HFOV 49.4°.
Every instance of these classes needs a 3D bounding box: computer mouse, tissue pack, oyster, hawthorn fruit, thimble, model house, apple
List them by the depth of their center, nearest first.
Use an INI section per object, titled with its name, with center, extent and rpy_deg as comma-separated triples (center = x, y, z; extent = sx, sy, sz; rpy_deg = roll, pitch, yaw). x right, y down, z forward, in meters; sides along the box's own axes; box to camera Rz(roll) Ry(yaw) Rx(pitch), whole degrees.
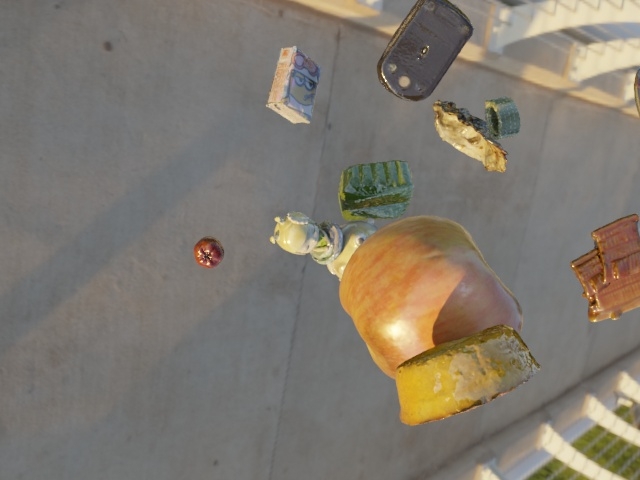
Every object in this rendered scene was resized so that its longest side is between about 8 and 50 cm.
[oyster]
center = 0.233, -0.173, 1.096
extent = 0.056, 0.177, 0.105
rpy_deg = -47, 125, 2
[apple]
center = 0.237, 0.140, 1.567
extent = 0.347, 0.391, 0.391
rpy_deg = -31, 135, 6
[tissue pack]
center = -0.062, -0.376, 1.694
extent = 0.116, 0.065, 0.155
rpy_deg = 26, 73, -52
[thimble]
center = 0.460, -0.312, 1.763
extent = 0.062, 0.084, 0.109
rpy_deg = -12, 78, -11
[hawthorn fruit]
center = -0.289, 0.025, 1.813
extent = 0.093, 0.081, 0.081
rpy_deg = -94, -176, -70
[computer mouse]
center = 0.267, -0.498, 1.815
extent = 0.170, 0.100, 0.269
rpy_deg = 33, 109, -11
[model house]
center = 0.765, 0.061, 1.834
extent = 0.219, 0.200, 0.229
rpy_deg = -67, 135, -66

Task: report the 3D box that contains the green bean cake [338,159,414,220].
[green bean cake]
center = 0.178, -0.165, 2.326
extent = 0.222, 0.248, 0.124
rpy_deg = 96, -13, -63

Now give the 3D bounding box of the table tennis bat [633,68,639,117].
[table tennis bat]
center = 0.633, -0.295, 1.314
extent = 0.131, 0.022, 0.234
rpy_deg = 5, 75, -29

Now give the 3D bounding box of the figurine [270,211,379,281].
[figurine]
center = 0.000, 0.000, 2.141
extent = 0.394, 0.275, 0.226
rpy_deg = 14, 99, -39

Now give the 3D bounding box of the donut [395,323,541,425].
[donut]
center = 0.258, 0.238, 1.275
extent = 0.278, 0.278, 0.108
rpy_deg = -13, 78, -46
